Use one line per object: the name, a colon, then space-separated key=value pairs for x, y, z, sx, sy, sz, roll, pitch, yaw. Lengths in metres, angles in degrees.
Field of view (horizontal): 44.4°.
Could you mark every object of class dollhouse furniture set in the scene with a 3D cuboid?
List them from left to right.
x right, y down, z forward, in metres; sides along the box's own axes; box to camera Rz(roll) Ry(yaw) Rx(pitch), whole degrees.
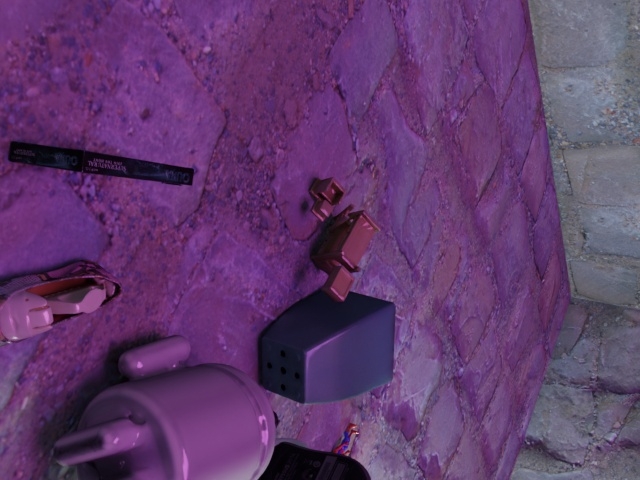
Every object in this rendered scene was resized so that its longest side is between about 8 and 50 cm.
dollhouse furniture set: x=0.000 y=0.000 z=1.501 sx=0.161 sy=0.101 sz=0.182 roll=46 pitch=57 yaw=-26

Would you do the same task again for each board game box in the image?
board game box: x=-0.263 y=-0.092 z=0.960 sx=0.186 sy=0.126 sz=0.026 roll=3 pitch=95 yaw=-59

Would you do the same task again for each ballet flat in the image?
ballet flat: x=-0.329 y=0.078 z=0.946 sx=0.221 sy=0.079 sz=0.076 roll=-25 pitch=121 yaw=-54

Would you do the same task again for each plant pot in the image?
plant pot: x=0.007 y=0.208 z=1.477 sx=0.234 sy=0.166 sz=0.165 roll=-19 pitch=115 yaw=-49

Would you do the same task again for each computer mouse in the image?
computer mouse: x=-0.035 y=0.411 z=1.355 sx=0.188 sy=0.272 sz=0.072 roll=-51 pitch=143 yaw=-41

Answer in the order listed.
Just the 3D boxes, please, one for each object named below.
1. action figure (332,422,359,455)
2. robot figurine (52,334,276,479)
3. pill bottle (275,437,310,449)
action figure: x=0.051 y=0.463 z=1.755 sx=0.115 sy=0.030 sz=0.038 roll=-49 pitch=143 yaw=-39
robot figurine: x=-0.199 y=0.283 z=1.108 sx=0.353 sy=0.200 sz=0.299 roll=-1 pitch=76 yaw=-59
pill bottle: x=-0.071 y=0.475 z=1.475 sx=0.103 sy=0.103 sz=0.184 roll=-14 pitch=110 yaw=-57
